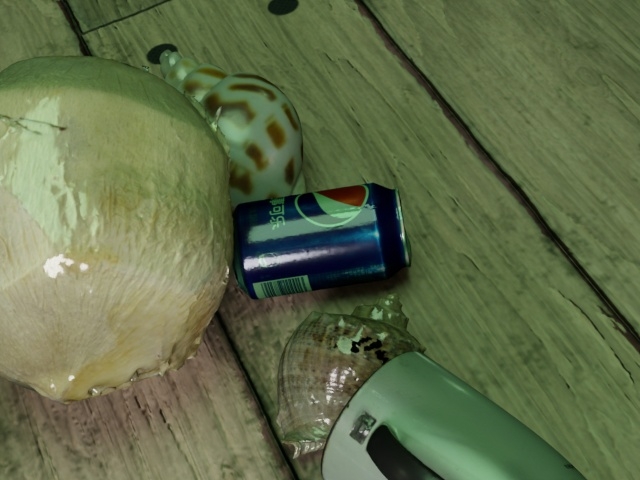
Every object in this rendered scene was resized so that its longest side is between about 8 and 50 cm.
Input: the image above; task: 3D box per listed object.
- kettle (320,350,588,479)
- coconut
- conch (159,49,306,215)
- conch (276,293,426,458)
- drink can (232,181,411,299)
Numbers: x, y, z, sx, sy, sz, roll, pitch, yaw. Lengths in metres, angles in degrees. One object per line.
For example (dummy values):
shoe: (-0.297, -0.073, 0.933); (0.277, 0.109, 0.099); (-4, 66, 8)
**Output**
kettle: (0.125, 0.225, 1.014); (0.236, 0.221, 0.161); (34, 92, 31)
coconut: (-0.263, 0.004, 1.215); (0.346, 0.346, 0.360); (0, 69, 12)
conch: (-0.118, -0.135, 1.422); (0.182, 0.149, 0.275); (-31, 52, -21)
conch: (0.021, 0.141, 1.202); (0.207, 0.130, 0.155); (-59, 24, -8)
drink can: (0.000, 0.000, 1.301); (0.204, 0.118, 0.118); (-8, 48, 3)
